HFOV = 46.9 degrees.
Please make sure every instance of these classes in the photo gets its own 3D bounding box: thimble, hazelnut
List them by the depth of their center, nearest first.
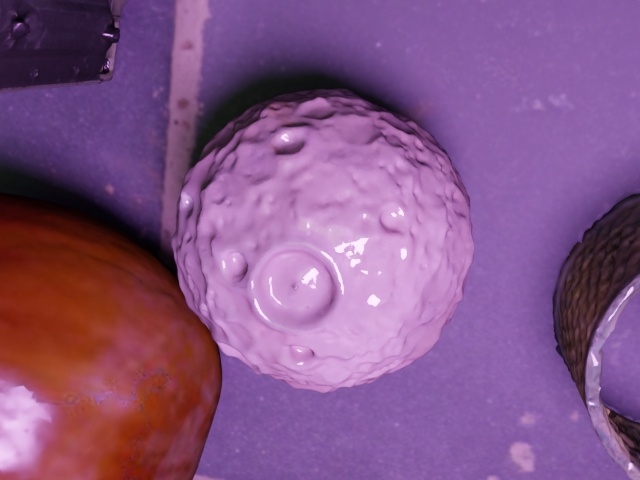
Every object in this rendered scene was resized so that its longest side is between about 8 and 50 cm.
[{"bbox_3d":[0.347,0.086,0.635,0.270,0.150,0.271,3,108,8],"label":"thimble"},{"bbox_3d":[-0.280,0.147,0.687,0.365,0.366,0.366,3,108,9],"label":"hazelnut"}]

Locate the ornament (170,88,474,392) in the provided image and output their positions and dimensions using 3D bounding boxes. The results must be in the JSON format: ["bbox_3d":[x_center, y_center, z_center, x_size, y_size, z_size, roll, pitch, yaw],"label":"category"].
[{"bbox_3d":[0.000,0.000,0.627,0.259,0.225,0.260,3,109,8],"label":"ornament"}]

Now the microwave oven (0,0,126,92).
[{"bbox_3d":[-0.261,-0.302,0.548,0.218,0.286,0.355,13,106,4],"label":"microwave oven"}]
